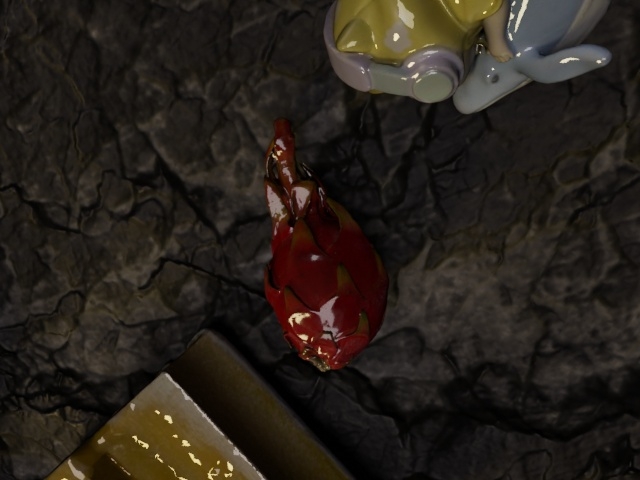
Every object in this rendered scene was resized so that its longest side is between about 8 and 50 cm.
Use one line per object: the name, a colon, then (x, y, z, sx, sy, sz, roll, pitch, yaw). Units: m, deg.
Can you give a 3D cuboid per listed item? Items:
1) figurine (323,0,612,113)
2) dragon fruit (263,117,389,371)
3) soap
figurine: (0.085, -0.157, 0.302, 0.184, 0.128, 0.208, -8, 142, 12)
dragon fruit: (0.000, 0.000, 0.401, 0.094, 0.094, 0.190, -14, 80, 14)
soap: (-0.098, 0.261, 0.471, 0.259, 0.143, 0.281, -43, 90, 16)
